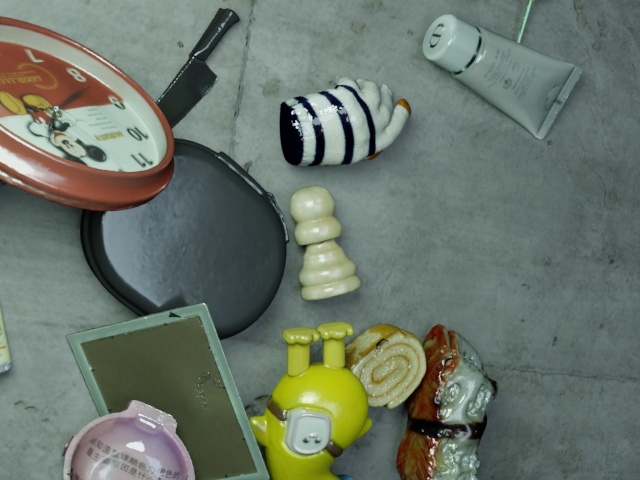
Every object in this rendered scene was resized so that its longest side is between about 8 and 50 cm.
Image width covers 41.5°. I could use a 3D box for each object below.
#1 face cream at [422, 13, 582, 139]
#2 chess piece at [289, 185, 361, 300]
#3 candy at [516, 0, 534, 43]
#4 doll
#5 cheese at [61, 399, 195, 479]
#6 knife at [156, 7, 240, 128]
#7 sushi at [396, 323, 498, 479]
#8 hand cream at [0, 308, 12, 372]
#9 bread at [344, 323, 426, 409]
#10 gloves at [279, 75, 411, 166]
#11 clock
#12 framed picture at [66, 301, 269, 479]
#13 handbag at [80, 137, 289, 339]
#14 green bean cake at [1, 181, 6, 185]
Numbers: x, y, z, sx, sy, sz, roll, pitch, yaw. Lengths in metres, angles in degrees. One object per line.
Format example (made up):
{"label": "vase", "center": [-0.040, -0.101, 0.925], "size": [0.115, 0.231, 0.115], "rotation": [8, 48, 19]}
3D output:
{"label": "face cream", "center": [0.312, -0.284, 1.432], "size": [0.314, 0.089, 0.143], "rotation": [20, 104, -30]}
{"label": "chess piece", "center": [0.000, 0.000, 1.294], "size": [0.094, 0.094, 0.170], "rotation": [-13, 92, -27]}
{"label": "candy", "center": [0.354, -0.381, 1.475], "size": [0.061, 0.061, 0.202], "rotation": [13, 96, -28]}
{"label": "doll", "center": [-0.015, 0.299, 1.272], "size": [0.199, 0.145, 0.363], "rotation": [-3, 106, -17]}
{"label": "cheese", "center": [-0.274, 0.354, 1.151], "size": [0.189, 0.074, 0.286], "rotation": [21, 99, 3]}
{"label": "knife", "center": [-0.182, -0.230, 1.211], "size": [0.060, 0.028, 0.230], "rotation": [42, 76, -37]}
{"label": "sushi", "center": [0.212, 0.311, 1.402], "size": [0.130, 0.124, 0.332], "rotation": [13, 85, -21]}
{"label": "hand cream", "center": [-0.434, 0.105, 1.094], "size": [0.061, 0.039, 0.143], "rotation": [-17, 97, -24]}
{"label": "bread", "center": [0.101, 0.208, 1.364], "size": [0.149, 0.073, 0.122], "rotation": [-37, 111, -20]}
{"label": "gloves", "center": [0.048, -0.181, 1.279], "size": [0.219, 0.131, 0.140], "rotation": [-14, 103, -17]}
{"label": "clock", "center": [-0.321, -0.148, 1.009], "size": [0.318, 0.318, 0.080], "rotation": [24, 119, -27]}
{"label": "framed picture", "center": [-0.207, 0.227, 1.161], "size": [0.216, 0.016, 0.273], "rotation": [-13, 105, 16]}
{"label": "handbag", "center": [-0.184, -0.001, 1.186], "size": [0.308, 0.093, 0.253], "rotation": [41, 73, -24]}
{"label": "green bean cake", "center": [-0.440, -0.086, 0.980], "size": [0.193, 0.208, 0.107], "rotation": [-15, 103, -24]}
